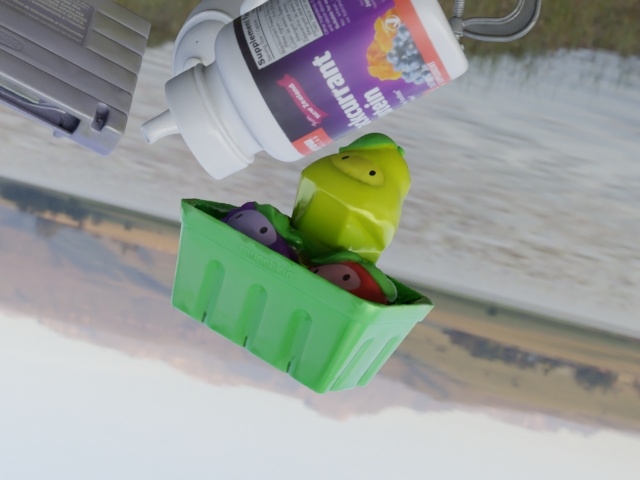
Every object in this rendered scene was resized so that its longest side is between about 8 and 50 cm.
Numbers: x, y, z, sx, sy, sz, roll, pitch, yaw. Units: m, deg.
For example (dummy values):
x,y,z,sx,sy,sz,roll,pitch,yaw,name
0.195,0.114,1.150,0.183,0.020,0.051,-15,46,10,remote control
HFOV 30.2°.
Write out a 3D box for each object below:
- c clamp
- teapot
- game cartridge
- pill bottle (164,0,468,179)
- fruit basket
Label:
x,y,z,sx,sy,sz,roll,pitch,yaw,name
0.164,-0.265,1.216,0.137,0.161,0.022,12,175,27,c clamp
-0.118,-0.253,1.689,0.252,0.256,0.187,12,-165,34,teapot
-0.374,-0.258,1.365,0.355,0.068,0.230,27,-143,-22,game cartridge
-0.006,-0.121,0.823,0.193,0.108,0.108,-27,169,11,pill bottle
0.000,0.000,1.790,0.392,0.392,0.283,14,-176,26,fruit basket
